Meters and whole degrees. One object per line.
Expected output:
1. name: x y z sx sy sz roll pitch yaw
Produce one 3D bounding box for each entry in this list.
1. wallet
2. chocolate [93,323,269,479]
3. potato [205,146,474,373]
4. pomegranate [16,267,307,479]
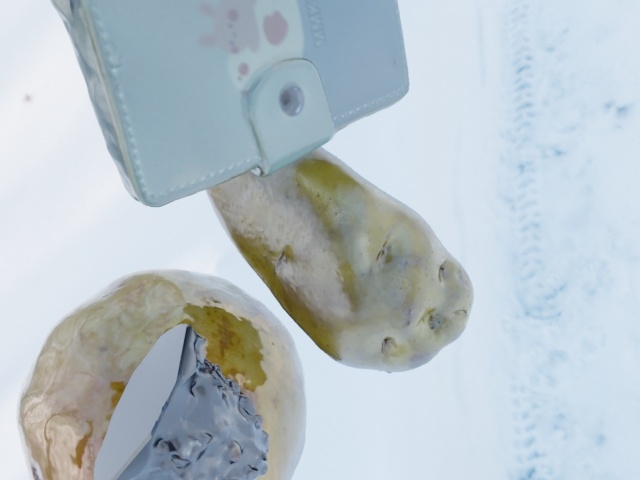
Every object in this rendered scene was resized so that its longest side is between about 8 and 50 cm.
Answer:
1. wallet: -0.061 -0.190 0.903 0.360 0.252 0.083 -30 27 -30
2. chocolate: -0.099 0.164 0.807 0.156 0.133 0.156 -48 24 30
3. potato: 0.000 0.000 1.060 0.369 0.195 0.176 42 84 17
4. pomegranate: -0.210 0.220 1.230 0.410 0.410 0.410 -26 46 31
